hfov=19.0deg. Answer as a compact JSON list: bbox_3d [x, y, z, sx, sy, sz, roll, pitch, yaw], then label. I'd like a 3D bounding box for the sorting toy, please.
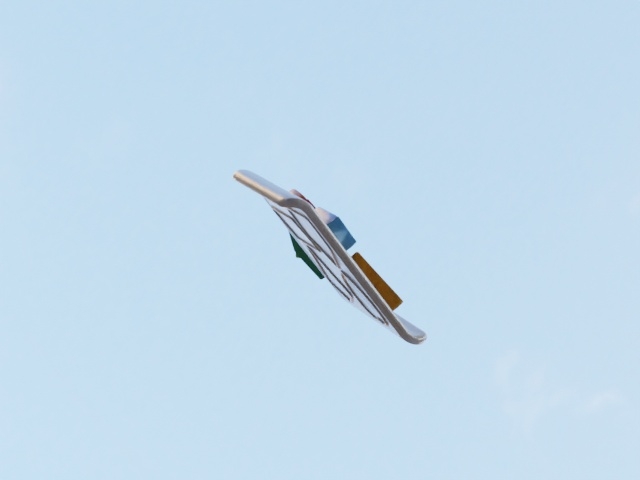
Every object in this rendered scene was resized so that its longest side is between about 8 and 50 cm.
[{"bbox_3d":[0.000,0.000,0.577,0.012,0.083,0.062,-44,-70,-5],"label":"sorting toy"}]
